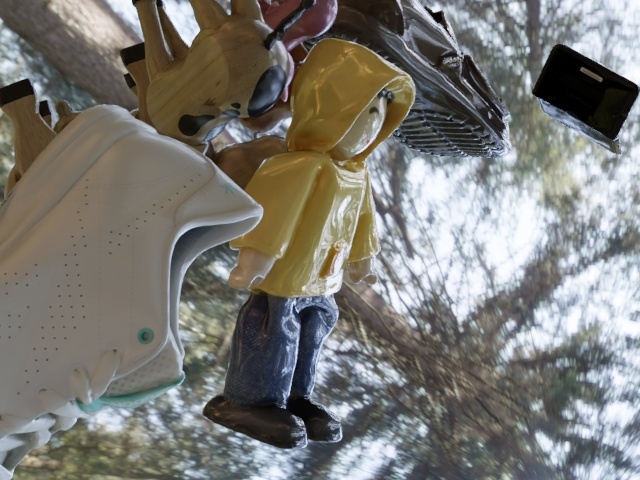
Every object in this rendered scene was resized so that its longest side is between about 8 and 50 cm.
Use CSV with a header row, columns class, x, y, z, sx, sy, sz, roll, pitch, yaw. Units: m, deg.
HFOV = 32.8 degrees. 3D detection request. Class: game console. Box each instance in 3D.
class,x,y,z,sx,sy,sz,roll,pitch,yaw
game console,0.329,-0.172,1.334,0.122,0.071,0.107,35,-59,24

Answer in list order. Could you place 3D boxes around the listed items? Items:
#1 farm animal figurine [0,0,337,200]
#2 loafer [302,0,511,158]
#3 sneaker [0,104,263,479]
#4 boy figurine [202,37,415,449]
class,x,y,z,sx,sy,sz,roll,pitch,yaw
farm animal figurine,-0.107,-0.070,0.834,0.326,0.330,0.172,-21,-96,10
loafer,0.121,-0.198,1.212,0.133,0.366,0.130,5,-107,34
sneaker,-0.099,0.044,0.399,0.094,0.080,0.212,27,-115,11
boy figurine,0.000,0.000,0.790,0.092,0.177,0.285,16,-88,32
